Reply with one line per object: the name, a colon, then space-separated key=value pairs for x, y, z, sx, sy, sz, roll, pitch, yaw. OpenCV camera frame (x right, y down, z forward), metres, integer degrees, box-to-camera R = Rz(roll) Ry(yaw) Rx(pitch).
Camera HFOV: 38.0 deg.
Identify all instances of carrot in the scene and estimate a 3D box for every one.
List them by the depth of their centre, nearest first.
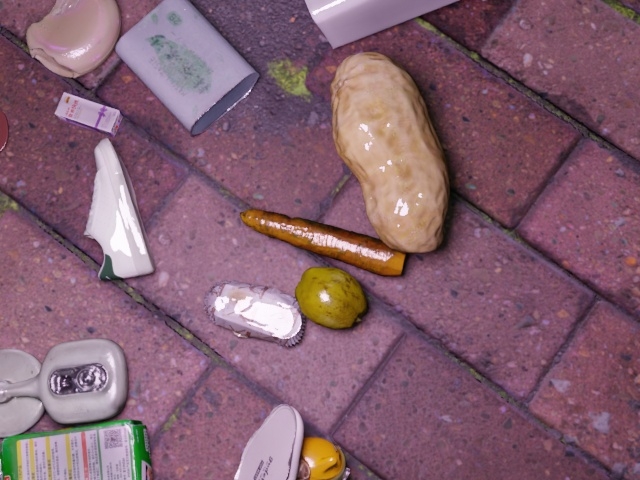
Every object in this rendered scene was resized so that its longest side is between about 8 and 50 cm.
carrot: x=0.000 y=0.000 z=1.678 sx=0.314 sy=0.066 sz=0.066 roll=15 pitch=78 yaw=6

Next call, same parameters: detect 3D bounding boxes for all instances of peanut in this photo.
peanut: x=0.123 y=-0.158 z=1.644 sx=0.169 sy=0.192 sz=0.387 roll=-29 pitch=74 yaw=34

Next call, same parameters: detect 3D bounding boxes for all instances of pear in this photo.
pear: x=0.018 y=0.102 z=1.632 sx=0.131 sy=0.107 sz=0.107 roll=33 pitch=80 yaw=12

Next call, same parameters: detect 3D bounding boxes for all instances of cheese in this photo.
cheese: x=-0.443 y=-0.451 z=1.787 sx=0.163 sy=0.082 sz=0.286 roll=25 pitch=76 yaw=6

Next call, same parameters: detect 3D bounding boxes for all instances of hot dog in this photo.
hot dog: x=-0.119 y=0.127 z=1.657 sx=0.192 sy=0.053 sz=0.099 roll=14 pitch=77 yaw=7

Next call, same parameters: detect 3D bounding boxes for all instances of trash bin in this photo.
trash bin: x=0.140 y=-0.520 z=1.717 sx=0.367 sy=0.296 sz=0.256 roll=-25 pitch=79 yaw=10

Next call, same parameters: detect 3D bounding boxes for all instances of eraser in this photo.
eraser: x=-0.253 y=-0.333 z=1.752 sx=0.174 sy=0.081 sz=0.227 roll=-42 pitch=80 yaw=-7

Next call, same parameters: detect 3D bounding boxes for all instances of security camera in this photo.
security camera: x=-0.487 y=0.256 z=1.625 sx=0.301 sy=0.080 sz=0.157 roll=-8 pitch=77 yaw=2

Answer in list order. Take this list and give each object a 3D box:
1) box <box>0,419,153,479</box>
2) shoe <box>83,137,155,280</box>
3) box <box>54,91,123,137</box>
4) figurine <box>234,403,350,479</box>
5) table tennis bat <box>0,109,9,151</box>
box: x=-0.411 y=0.404 z=1.574 sx=0.250 sy=0.103 sz=0.180 roll=-7 pitch=77 yaw=-2
shoe: x=-0.387 y=-0.052 z=1.684 sx=0.110 sy=0.095 sz=0.265 roll=-20 pitch=80 yaw=-3
box: x=-0.438 y=-0.238 z=1.757 sx=0.117 sy=0.036 sz=0.051 roll=20 pitch=78 yaw=7
figurine: x=-0.048 y=0.411 z=1.577 sx=0.141 sy=0.166 sz=0.250 roll=22 pitch=105 yaw=-29
table tennis bat: x=-0.641 y=-0.232 z=1.773 sx=0.087 sy=0.013 sz=0.156 roll=-10 pitch=79 yaw=1
